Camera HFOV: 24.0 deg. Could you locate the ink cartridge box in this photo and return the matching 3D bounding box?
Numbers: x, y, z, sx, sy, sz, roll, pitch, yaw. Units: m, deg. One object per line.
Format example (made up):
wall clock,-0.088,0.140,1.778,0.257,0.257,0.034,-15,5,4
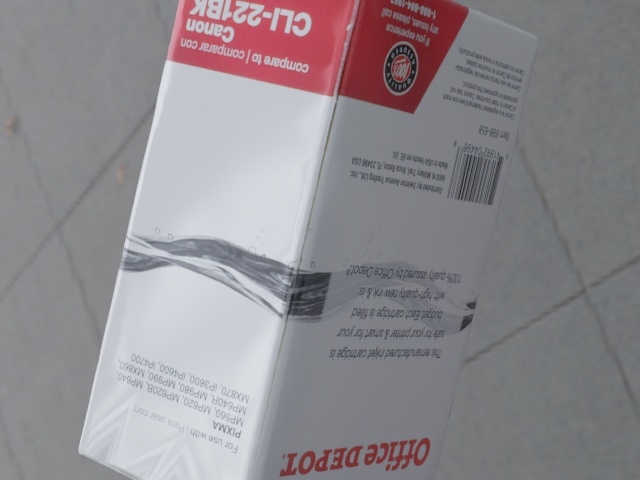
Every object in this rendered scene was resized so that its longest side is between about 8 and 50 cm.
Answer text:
ink cartridge box,0.000,0.000,0.803,0.114,0.197,0.273,15,94,32
